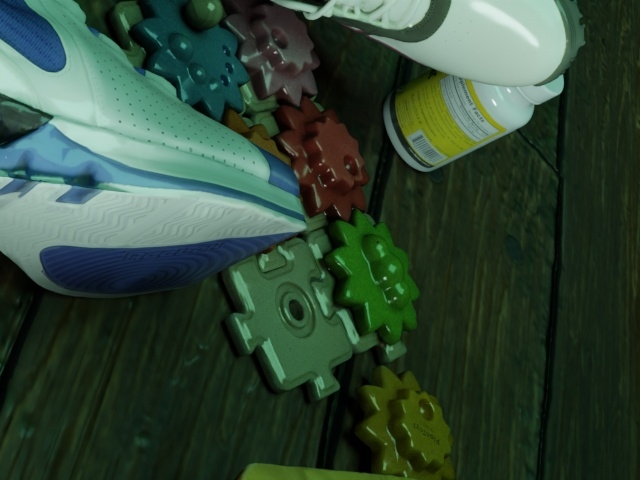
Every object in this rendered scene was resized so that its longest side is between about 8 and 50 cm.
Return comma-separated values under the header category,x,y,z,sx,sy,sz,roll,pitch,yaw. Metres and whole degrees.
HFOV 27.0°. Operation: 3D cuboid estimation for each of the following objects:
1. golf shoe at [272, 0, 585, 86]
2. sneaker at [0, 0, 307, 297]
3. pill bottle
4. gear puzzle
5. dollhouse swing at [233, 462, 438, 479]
category,x,y,z,sx,sy,sz,roll,pitch,yaw
golf shoe,0.029,-0.158,0.815,0.273,0.105,0.120,28,38,1
sneaker,-0.142,-0.087,0.579,0.315,0.127,0.182,14,61,-46
pill bottle,0.106,-0.097,0.915,0.065,0.116,0.065,31,47,-39
gear puzzle,0.000,0.000,0.780,0.175,0.044,0.339,-20,85,-55
dollhouse swing,0.054,0.322,0.616,0.347,0.315,0.305,15,16,-48
